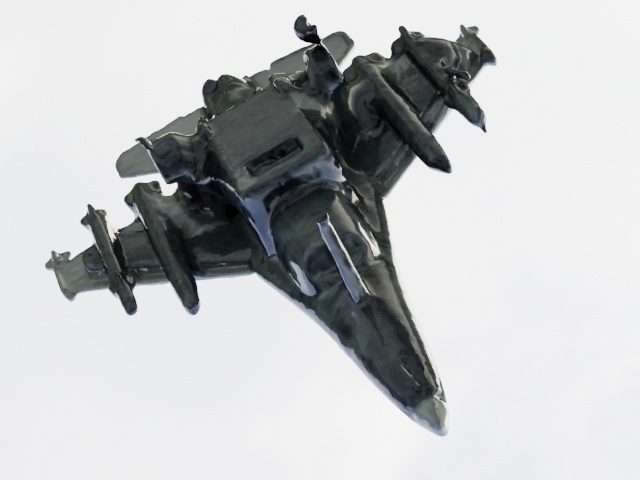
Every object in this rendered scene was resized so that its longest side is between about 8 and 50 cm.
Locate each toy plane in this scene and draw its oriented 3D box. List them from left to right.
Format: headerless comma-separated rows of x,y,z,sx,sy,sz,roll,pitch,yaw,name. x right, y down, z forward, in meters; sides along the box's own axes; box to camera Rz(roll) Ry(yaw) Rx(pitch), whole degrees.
-0.008,-0.015,0.553,0.160,0.082,0.234,-29,-161,-2,toy plane
